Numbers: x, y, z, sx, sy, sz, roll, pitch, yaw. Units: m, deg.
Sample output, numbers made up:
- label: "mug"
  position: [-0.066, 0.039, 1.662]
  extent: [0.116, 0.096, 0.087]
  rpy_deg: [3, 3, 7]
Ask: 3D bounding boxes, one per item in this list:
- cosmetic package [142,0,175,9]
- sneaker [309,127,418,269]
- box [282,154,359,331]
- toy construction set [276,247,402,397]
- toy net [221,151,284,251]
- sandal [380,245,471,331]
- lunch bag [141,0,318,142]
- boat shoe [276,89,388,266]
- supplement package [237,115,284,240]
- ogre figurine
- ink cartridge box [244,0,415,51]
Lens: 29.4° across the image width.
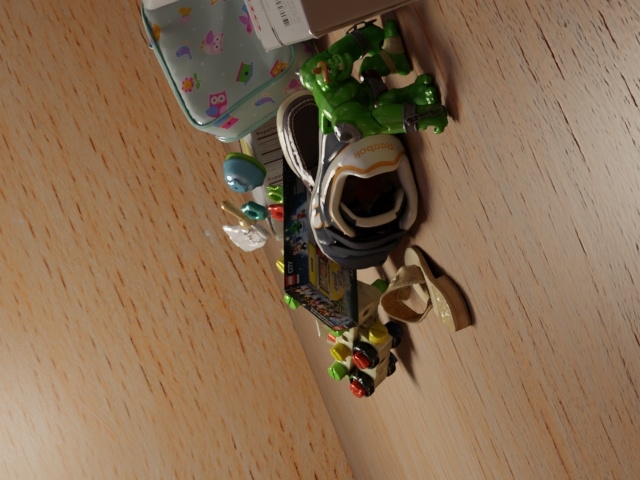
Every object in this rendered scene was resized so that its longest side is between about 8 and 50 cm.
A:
- label: "cosmetic package"
  position: [-0.195, -0.554, 1.554]
  extent: [0.161, 0.230, 0.453]
  rpy_deg: [-175, 63, -80]
- label: "sneaker"
  position: [0.054, -0.037, 1.586]
  extent: [0.321, 0.126, 0.127]
  rpy_deg: [83, 169, -54]
- label: "box"
  position: [0.000, 0.000, 1.828]
  extent: [0.159, 0.044, 0.233]
  rpy_deg: [43, -142, -51]
- label: "toy construction set"
  position: [0.037, 0.135, 2.028]
  extent: [0.215, 0.151, 0.328]
  rpy_deg: [39, 168, 21]
- label: "toy net"
  position: [-0.097, -0.050, 1.928]
  extent: [0.232, 0.122, 0.045]
  rpy_deg: [94, -165, -61]
- label: "sandal"
  position: [0.118, 0.072, 1.604]
  extent: [0.240, 0.079, 0.088]
  rpy_deg: [-137, 27, -71]
- label: "lunch bag"
  position: [-0.140, -0.300, 1.819]
  extent: [0.108, 0.224, 0.279]
  rpy_deg: [18, -138, -57]
- label: "boat shoe"
  position: [0.030, -0.083, 1.735]
  extent: [0.092, 0.102, 0.285]
  rpy_deg: [35, 153, 58]
- label: "supplement package"
  position: [-0.054, -0.147, 1.967]
  extent: [0.139, 0.133, 0.244]
  rpy_deg: [-121, 13, -45]
- label: "ogre figurine"
  position: [0.050, -0.165, 1.325]
  extent: [0.097, 0.118, 0.197]
  rpy_deg: [86, 160, -63]
- label: "ink cartridge box"
  position: [-0.017, -0.332, 1.300]
  extent: [0.307, 0.129, 0.223]
  rpy_deg: [-152, 42, -77]
